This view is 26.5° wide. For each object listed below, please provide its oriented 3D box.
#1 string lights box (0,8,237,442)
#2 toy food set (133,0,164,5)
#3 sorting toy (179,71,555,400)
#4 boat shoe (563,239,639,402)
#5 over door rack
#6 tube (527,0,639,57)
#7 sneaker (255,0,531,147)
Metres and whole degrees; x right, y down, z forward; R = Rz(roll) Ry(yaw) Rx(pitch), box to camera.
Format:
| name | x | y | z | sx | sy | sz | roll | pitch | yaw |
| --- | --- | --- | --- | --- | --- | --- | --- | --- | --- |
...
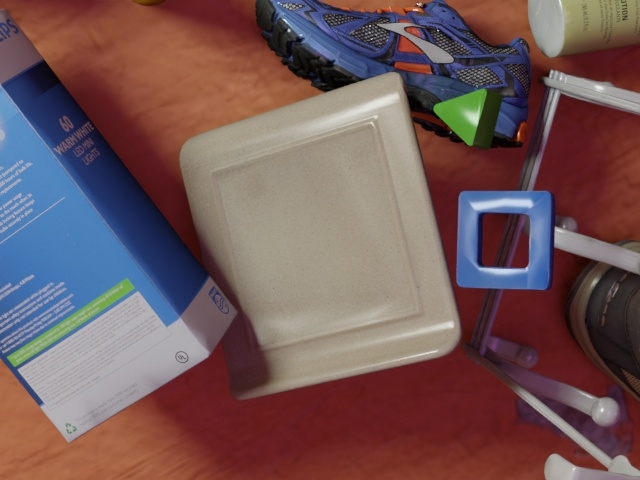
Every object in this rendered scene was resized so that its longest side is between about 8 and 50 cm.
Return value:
| name | x | y | z | sx | sy | sz | roll | pitch | yaw |
| --- | --- | --- | --- | --- | --- | --- | --- | --- | --- |
| string lights box | -0.190 | -0.007 | 0.910 | 0.133 | 0.077 | 0.259 | -32 | 101 | 22 |
| toy food set | -0.145 | -0.270 | 0.881 | 0.111 | 0.104 | 0.232 | -2 | 103 | -12 |
| sorting toy | 0.000 | 0.000 | 0.942 | 0.348 | 0.047 | 0.196 | -15 | 82 | 26 |
| boat shoe | 0.343 | 0.140 | 1.069 | 0.355 | 0.130 | 0.132 | 35 | 94 | -17 |
| over door rack | 0.197 | 0.019 | 0.906 | 0.108 | 0.324 | 0.239 | 13 | 100 | -7 |
| tube | 0.276 | -0.188 | 1.018 | 0.240 | 0.062 | 0.070 | -11 | 146 | -14 |
| sneaker | 0.056 | -0.138 | 0.979 | 0.221 | 0.083 | 0.087 | 20 | 82 | -18 |
